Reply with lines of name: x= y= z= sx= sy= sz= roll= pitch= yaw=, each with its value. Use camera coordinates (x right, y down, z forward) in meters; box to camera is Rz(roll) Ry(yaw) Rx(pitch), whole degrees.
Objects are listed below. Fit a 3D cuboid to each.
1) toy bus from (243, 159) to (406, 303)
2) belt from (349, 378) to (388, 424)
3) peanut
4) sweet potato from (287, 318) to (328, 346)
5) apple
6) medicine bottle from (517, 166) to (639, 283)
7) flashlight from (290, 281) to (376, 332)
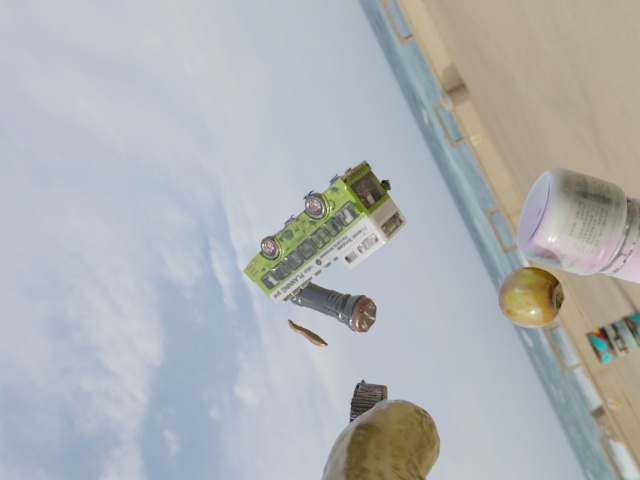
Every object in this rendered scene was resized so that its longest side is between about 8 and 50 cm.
toy bus: x=0.000 y=0.000 z=1.108 sx=0.139 sy=0.301 sz=0.113 roll=51 pitch=-140 yaw=0
belt: x=0.140 y=0.563 z=1.830 sx=0.260 sy=0.122 sz=0.325 roll=-66 pitch=-25 yaw=-65
peanut: x=0.093 y=0.385 z=0.988 sx=0.387 sy=0.192 sz=0.170 roll=-59 pitch=-28 yaw=-56
sweet potato: x=-0.032 y=0.224 z=1.542 sx=0.115 sy=0.026 sz=0.026 roll=29 pitch=-172 yaw=10
apple: x=0.531 y=0.146 z=1.609 sx=0.163 sy=0.147 sz=0.146 roll=41 pitch=-121 yaw=-26
medicine bottle: x=0.708 y=-0.033 z=1.679 sx=0.256 sy=0.324 sz=0.256 roll=16 pitch=-90 yaw=-89
flashlight: x=0.026 y=0.157 z=1.604 sx=0.093 sy=0.231 sz=0.093 roll=-23 pitch=-59 yaw=-47
